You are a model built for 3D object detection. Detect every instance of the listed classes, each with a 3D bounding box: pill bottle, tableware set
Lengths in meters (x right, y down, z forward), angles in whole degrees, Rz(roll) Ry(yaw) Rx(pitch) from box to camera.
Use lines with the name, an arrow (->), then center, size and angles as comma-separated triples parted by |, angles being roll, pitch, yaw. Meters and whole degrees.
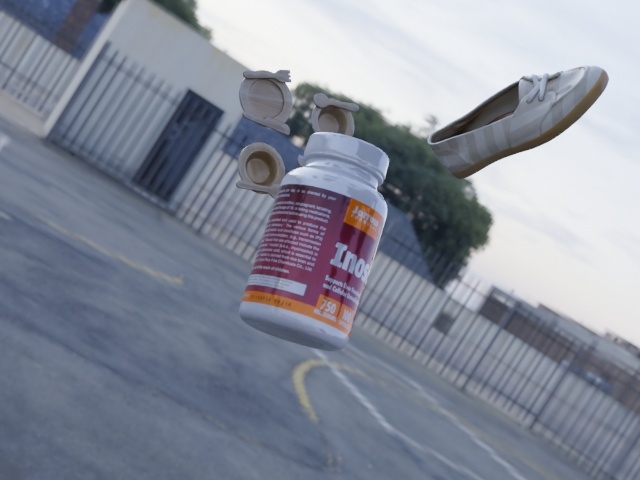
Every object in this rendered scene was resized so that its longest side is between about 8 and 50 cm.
pill bottle -> 0.000, 0.000, 0.794 | 0.086, 0.152, 0.086 | 16, -12, 4
tableware set -> -0.028, -0.102, 1.142 | 0.141, 0.169, 0.020 | 15, -18, -28

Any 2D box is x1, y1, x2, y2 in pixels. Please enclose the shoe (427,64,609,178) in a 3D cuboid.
shoe -> 0.212, -0.135, 1.157 | 0.058, 0.219, 0.076 | 43, 40, -22
